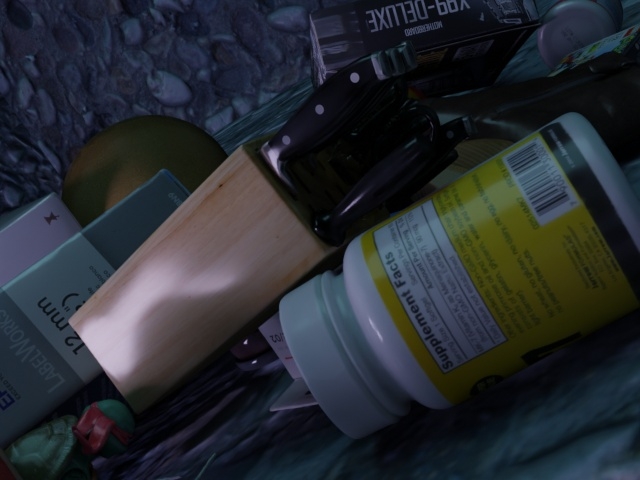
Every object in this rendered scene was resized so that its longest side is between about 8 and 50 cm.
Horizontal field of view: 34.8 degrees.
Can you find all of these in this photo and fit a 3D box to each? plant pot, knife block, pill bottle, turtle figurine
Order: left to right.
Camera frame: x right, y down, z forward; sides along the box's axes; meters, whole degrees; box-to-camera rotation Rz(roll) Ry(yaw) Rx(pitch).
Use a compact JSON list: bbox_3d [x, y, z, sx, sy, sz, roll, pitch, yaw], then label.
[{"bbox_3d":[-0.187,0.186,0.704,0.234,0.118,0.175,-40,13,-5],"label":"turtle figurine"},{"bbox_3d":[-0.179,-0.014,1.233,0.237,0.237,0.254,-35,24,-7],"label":"plant pot"},{"bbox_3d":[-0.035,-0.010,0.659,0.276,0.088,0.242,-36,-6,-13],"label":"knife block"},{"bbox_3d":[0.088,0.025,0.601,0.208,0.119,0.119,-30,13,12],"label":"pill bottle"},{"bbox_3d":[0.301,-0.250,1.174,0.087,0.087,0.160,-26,15,29],"label":"pill bottle"}]

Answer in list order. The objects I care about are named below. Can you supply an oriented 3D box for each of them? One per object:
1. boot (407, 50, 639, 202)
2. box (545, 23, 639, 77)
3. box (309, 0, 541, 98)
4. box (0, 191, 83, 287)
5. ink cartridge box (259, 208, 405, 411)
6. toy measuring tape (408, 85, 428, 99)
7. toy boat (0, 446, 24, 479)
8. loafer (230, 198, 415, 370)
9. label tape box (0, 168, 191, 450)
[{"bbox_3d":[0.167,-0.104,0.898,0.207,0.090,0.248,-29,33,-5],"label":"boot"},{"bbox_3d":[0.258,-0.146,1.011,0.114,0.036,0.207,-20,18,45],"label":"box"},{"bbox_3d":[0.111,-0.229,1.241,0.242,0.076,0.307,-14,-4,-2],"label":"box"},{"bbox_3d":[-0.371,0.087,1.273,0.168,0.215,0.345,-39,14,-24],"label":"box"},{"bbox_3d":[0.025,0.049,0.794,0.104,0.061,0.181,-20,19,48],"label":"ink cartridge box"},{"bbox_3d":[0.096,-0.134,1.104,0.121,0.121,0.330,-38,5,-21],"label":"toy measuring tape"},{"bbox_3d":[-0.235,0.188,0.554,0.231,0.151,0.151,35,90,41],"label":"toy boat"},{"bbox_3d":[0.000,0.000,0.958,0.109,0.095,0.302,-19,19,48],"label":"loafer"},{"bbox_3d":[-0.238,0.121,0.872,0.348,0.115,0.249,-37,-11,-23],"label":"label tape box"}]
